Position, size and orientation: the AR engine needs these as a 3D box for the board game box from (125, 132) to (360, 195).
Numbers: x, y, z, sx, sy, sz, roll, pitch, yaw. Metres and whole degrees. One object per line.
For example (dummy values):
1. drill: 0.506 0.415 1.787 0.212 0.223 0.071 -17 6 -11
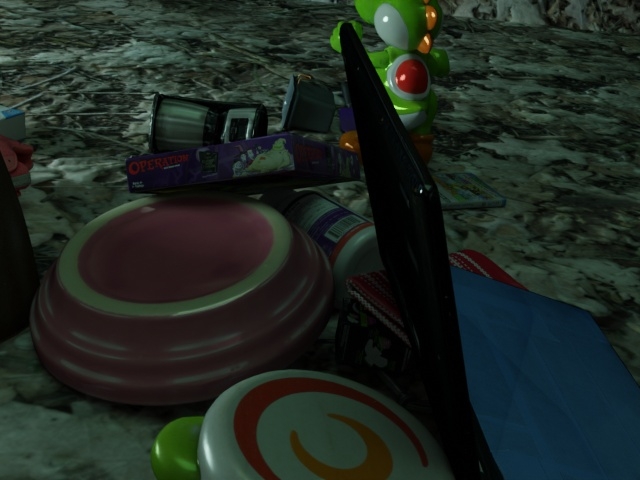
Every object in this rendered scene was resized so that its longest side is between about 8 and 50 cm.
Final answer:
1. board game box: -0.084 -0.092 1.151 0.208 0.056 0.347 -3 1 14

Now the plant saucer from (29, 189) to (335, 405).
1. plant saucer: -0.151 0.039 0.953 0.332 0.084 0.332 -3 32 2

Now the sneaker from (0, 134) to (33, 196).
1. sneaker: -0.465 -0.089 1.176 0.136 0.115 0.314 6 23 -8

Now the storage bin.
1. storage bin: -0.020 -0.265 1.695 0.091 0.098 0.135 14 24 -10

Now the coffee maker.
1. coffee maker: -0.178 -0.187 1.449 0.178 0.120 0.171 8 25 1

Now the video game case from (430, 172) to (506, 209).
1. video game case: 0.204 -0.081 1.441 0.166 0.015 0.119 -4 27 -21

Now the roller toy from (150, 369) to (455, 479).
1. roller toy: -0.007 0.204 0.638 0.209 0.146 0.191 35 30 33

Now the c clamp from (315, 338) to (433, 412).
1. c clamp: 0.084 0.143 0.939 0.137 0.022 0.161 -3 25 -31

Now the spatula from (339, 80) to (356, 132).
1. spatula: 0.069 -0.276 1.800 0.084 0.030 0.296 1 26 -6

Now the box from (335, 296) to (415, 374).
1. box: 0.060 0.101 0.931 0.083 0.052 0.062 10 22 -3

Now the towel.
1. towel: 0.171 0.082 0.958 0.199 0.031 0.275 40 26 26

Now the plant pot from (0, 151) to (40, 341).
1. plant pot: -0.412 -0.030 0.933 0.215 0.230 0.215 6 26 -3

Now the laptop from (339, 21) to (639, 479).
1. laptop: 0.185 0.029 0.772 0.236 0.407 0.382 -13 29 0

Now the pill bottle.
1. pill bottle: 0.000 0.000 1.112 0.108 0.108 0.193 -15 33 -38

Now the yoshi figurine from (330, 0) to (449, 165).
1. yoshi figurine: 0.124 -0.322 1.523 0.203 0.362 0.203 16 28 21

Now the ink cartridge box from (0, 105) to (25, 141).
1. ink cartridge box: -0.565 -0.193 1.448 0.122 0.052 0.088 18 27 19
